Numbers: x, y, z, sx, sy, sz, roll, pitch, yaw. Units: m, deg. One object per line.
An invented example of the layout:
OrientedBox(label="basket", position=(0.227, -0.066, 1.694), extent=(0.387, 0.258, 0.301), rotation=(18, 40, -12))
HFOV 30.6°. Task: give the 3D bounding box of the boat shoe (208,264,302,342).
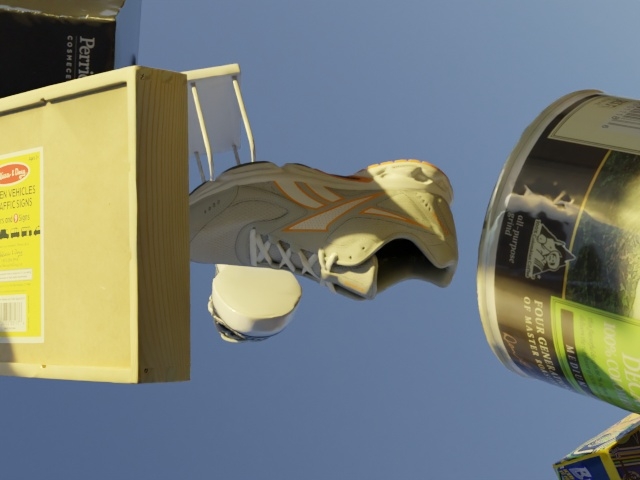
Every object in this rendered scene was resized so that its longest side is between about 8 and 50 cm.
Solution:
OrientedBox(label="boat shoe", position=(-0.092, 0.080, 1.454), extent=(0.108, 0.102, 0.301), rotation=(5, -166, -13))

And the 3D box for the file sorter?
OrientedBox(label="file sorter", position=(-0.243, -0.126, 1.804), extent=(0.277, 0.193, 0.173), rotation=(-11, -121, -11))

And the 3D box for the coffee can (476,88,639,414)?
OrientedBox(label="coffee can", position=(0.263, 0.026, 0.698), extent=(0.275, 0.201, 0.201), rotation=(17, -173, 42))

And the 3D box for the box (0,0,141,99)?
OrientedBox(label="box", position=(-0.335, -0.076, 1.069), extent=(0.312, 0.343, 0.179), rotation=(7, -156, -3))

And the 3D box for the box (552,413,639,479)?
OrientedBox(label="box", position=(0.247, 0.155, 0.859), extent=(0.169, 0.054, 0.059), rotation=(-18, -99, -44))

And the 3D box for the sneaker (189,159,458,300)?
OrientedBox(label="sneaker", position=(0.000, 0.000, 1.034), extent=(0.262, 0.099, 0.121), rotation=(-6, -129, -6))

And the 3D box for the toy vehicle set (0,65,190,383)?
OrientedBox(label="toy vehicle set", position=(-0.175, -0.002, 0.702), extent=(0.035, 0.267, 0.166), rotation=(3, -94, -45))
